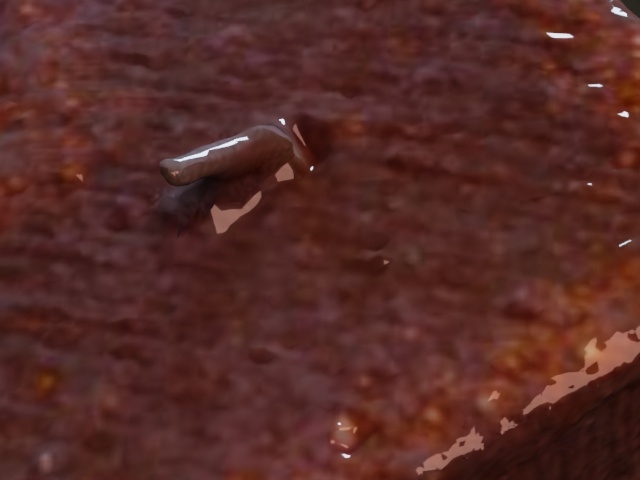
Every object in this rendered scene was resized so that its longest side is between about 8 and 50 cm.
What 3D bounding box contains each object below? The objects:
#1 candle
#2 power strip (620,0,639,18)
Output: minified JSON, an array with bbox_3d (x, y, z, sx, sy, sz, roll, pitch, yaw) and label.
[{"bbox_3d":[0.000,0.000,0.534,0.287,0.131,0.317,11,59,17],"label":"candle"},{"bbox_3d":[0.234,-0.146,0.829,0.357,0.161,0.357,15,58,-26],"label":"power strip"}]
